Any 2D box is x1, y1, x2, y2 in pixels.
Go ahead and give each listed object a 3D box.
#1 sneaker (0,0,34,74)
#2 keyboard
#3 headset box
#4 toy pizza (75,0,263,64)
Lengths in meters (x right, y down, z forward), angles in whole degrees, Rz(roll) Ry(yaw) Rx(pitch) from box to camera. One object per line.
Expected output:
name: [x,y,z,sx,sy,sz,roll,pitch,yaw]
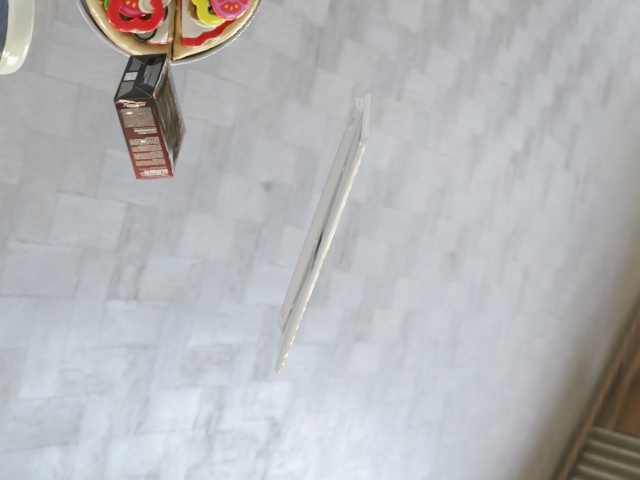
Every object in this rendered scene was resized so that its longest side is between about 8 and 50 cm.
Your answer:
sneaker: [-0.376,-0.301,0.994,0.148,0.131,0.350,-15,74,-39]
keyboard: [0.000,0.000,0.917,0.072,0.014,0.256,-91,-163,-51]
headset box: [-0.128,-0.091,0.845,0.062,0.032,0.083,-83,166,-49]
toy pizza: [-0.128,-0.254,0.993,0.201,0.032,0.201,-12,118,-25]
